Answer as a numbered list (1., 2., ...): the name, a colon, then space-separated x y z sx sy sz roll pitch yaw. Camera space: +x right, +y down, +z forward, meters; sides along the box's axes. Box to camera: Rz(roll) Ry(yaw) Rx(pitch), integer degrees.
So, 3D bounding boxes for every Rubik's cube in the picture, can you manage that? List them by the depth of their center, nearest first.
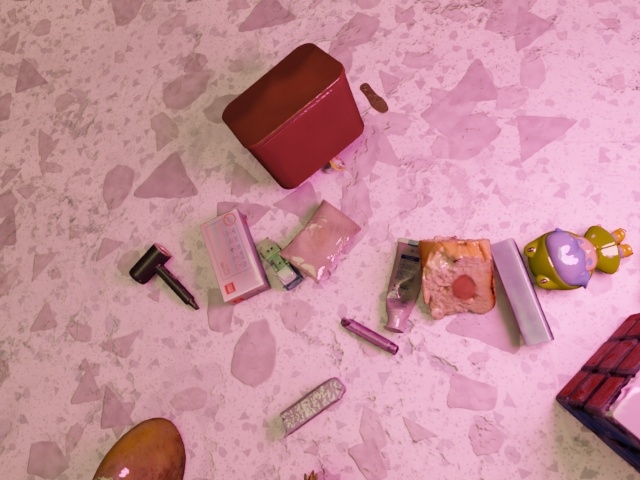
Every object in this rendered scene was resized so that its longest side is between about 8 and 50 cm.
1. Rubik's cube: 0.746 0.343 0.910 0.301 0.305 0.304 42 89 18

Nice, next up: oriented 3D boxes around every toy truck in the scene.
1. toy truck: -0.125 0.061 1.292 0.067 0.081 0.175 -37 71 -1

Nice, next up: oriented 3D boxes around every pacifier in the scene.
1. pacifier: 0.039 -0.234 1.358 0.064 0.068 0.083 -49 67 32

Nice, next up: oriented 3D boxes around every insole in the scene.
1. insole: 0.171 -0.456 1.407 0.045 0.002 0.135 -34 71 2

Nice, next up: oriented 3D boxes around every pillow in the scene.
1. pillow: 0.000 0.000 1.270 0.148 0.050 0.230 32 67 15

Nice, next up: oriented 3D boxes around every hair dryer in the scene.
1. hair dryer: -0.475 0.137 1.364 0.128 0.070 0.255 -45 75 -1

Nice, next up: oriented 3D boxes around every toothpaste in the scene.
1. toothpaste: 0.234 0.121 1.217 0.096 0.061 0.266 12 71 17

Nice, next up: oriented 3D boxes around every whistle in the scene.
1. whistle: 0.133 0.260 1.206 0.176 0.033 0.033 27 83 18

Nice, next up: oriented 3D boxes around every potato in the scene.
1. potato: -0.462 0.613 1.128 0.111 0.255 0.270 -1 75 14

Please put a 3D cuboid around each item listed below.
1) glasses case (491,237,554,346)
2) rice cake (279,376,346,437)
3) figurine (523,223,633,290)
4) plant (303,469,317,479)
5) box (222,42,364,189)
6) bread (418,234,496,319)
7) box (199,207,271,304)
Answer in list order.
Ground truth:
1. glasses case: 0.523 0.126 1.118 0.056 0.105 0.266 -34 64 47
2. rice cake: -0.022 0.440 1.177 0.206 0.069 0.063 -36 73 4
3. figurine: 0.647 0.039 1.105 0.263 0.143 0.162 -13 79 -9
4. plant: 0.052 0.682 1.060 0.261 0.297 0.306 -2 118 35
5. box: -0.070 -0.351 1.286 0.339 0.229 0.239 -39 52 0
6. bread: 0.342 0.092 1.094 0.183 0.211 0.224 -8 87 15
7. box: -0.257 0.046 1.327 0.134 0.079 0.270 -25 71 4
